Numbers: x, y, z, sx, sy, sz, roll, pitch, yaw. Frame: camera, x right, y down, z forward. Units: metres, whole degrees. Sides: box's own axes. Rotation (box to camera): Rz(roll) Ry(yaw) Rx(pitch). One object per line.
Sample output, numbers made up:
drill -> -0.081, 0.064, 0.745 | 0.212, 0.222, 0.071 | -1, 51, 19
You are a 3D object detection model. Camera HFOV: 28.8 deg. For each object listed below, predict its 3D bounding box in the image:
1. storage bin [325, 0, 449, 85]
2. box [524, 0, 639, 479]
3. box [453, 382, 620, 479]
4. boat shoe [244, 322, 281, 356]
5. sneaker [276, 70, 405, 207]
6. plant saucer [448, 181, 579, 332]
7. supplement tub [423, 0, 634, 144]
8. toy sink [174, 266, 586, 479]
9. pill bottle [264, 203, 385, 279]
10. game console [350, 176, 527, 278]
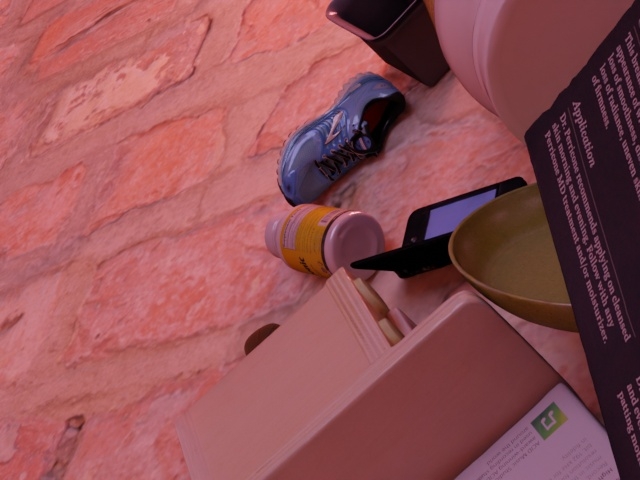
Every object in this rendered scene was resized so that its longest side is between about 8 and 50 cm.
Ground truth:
storage bin -> 0.085, -0.219, 1.254 | 0.098, 0.091, 0.135 | -47, 33, 0
box -> 0.269, 0.002, 0.529 | 0.312, 0.179, 0.343 | 122, 147, -50
box -> 0.140, 0.254, 0.709 | 0.232, 0.058, 0.322 | -43, 31, 6
boat shoe -> -0.021, 0.132, 1.047 | 0.056, 0.048, 0.153 | -34, 39, -2
sneaker -> 0.021, -0.098, 1.223 | 0.162, 0.063, 0.073 | -51, 36, -7
plant saucer -> 0.207, 0.006, 0.829 | 0.241, 0.037, 0.241 | -9, 22, 4
supplement tub -> 0.196, -0.235, 1.004 | 0.241, 0.241, 0.331 | -35, 34, 18
toy sink -> 0.039, 0.123, 0.878 | 0.234, 0.153, 0.131 | -43, 32, 8
pill bottle -> 0.000, 0.000, 1.137 | 0.116, 0.065, 0.065 | 11, 63, 54
game console -> 0.099, -0.015, 1.033 | 0.122, 0.071, 0.107 | -17, 43, 37
